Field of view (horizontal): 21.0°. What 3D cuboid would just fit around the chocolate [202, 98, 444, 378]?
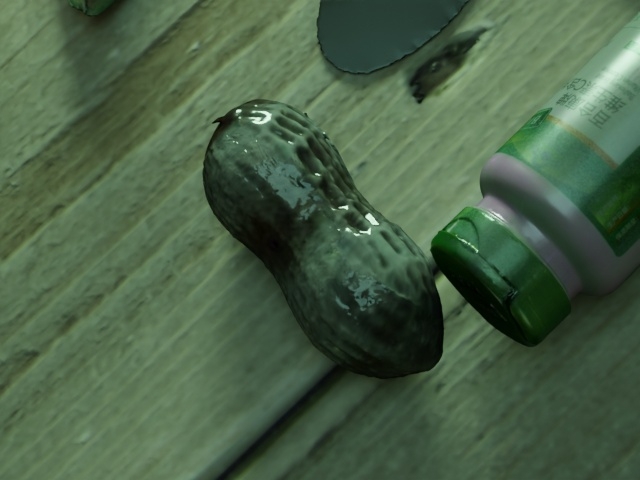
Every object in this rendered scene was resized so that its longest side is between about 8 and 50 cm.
[{"bbox_3d":[0.000,0.000,1.263,0.110,0.110,0.248,-39,69,-6],"label":"chocolate"}]

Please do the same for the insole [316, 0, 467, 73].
[{"bbox_3d":[0.103,-0.265,1.383,0.109,0.007,0.322,31,78,12],"label":"insole"}]

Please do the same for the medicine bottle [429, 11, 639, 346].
[{"bbox_3d":[0.208,-0.052,1.243,0.133,0.133,0.274,43,82,16],"label":"medicine bottle"}]

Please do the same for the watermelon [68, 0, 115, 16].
[{"bbox_3d":[-0.178,-0.253,1.380,0.101,0.080,0.155,4,89,16],"label":"watermelon"}]
